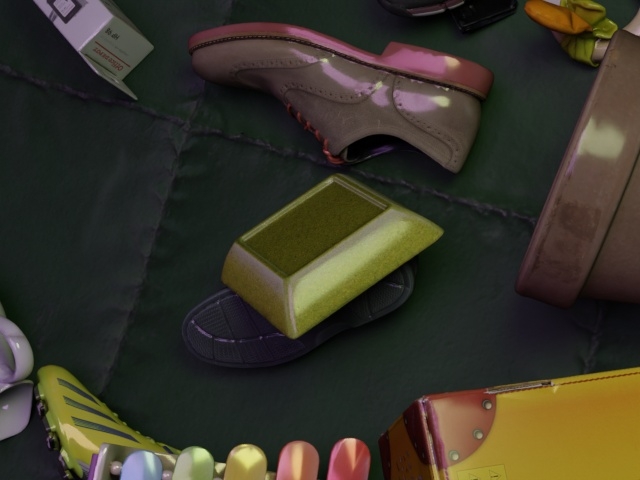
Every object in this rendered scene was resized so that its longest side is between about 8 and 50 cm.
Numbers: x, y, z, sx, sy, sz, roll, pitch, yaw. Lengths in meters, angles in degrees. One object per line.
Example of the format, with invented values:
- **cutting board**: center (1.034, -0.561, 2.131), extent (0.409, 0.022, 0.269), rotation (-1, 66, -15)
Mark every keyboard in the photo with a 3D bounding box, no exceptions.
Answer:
- **keyboard**: center (0.132, -0.304, 1.548), extent (0.100, 0.038, 0.192), rotation (-21, 68, -8)

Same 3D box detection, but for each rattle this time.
- **rattle**: center (0.300, -0.277, 1.410), extent (0.200, 0.143, 0.130), rotation (-36, 48, 18)

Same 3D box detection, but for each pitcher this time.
- **pitcher**: center (-0.395, 0.104, 1.593), extent (0.207, 0.125, 0.178), rotation (53, 134, 21)

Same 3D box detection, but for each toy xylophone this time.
- **toy xylophone**: center (-0.080, 0.311, 1.406), extent (0.323, 0.081, 0.236), rotation (2, 81, -5)

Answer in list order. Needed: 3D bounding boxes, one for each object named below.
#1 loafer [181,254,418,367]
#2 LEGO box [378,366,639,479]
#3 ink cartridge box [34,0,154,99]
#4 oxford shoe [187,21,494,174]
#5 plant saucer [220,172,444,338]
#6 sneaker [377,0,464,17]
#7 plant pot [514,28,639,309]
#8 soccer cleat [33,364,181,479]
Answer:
- **loafer**: center (-0.016, 0.065, 1.500), extent (0.267, 0.084, 0.096), rotation (-18, 102, 21)
- **LEGO box**: center (0.283, 0.355, 1.150), extent (0.372, 0.193, 0.500), rotation (-6, 73, -11)
- **ink cartridge box**: center (-0.265, -0.254, 1.651), extent (0.060, 0.104, 0.180), rotation (-45, 66, 6)
- **oxford shoe**: center (0.003, -0.151, 1.510), extent (0.348, 0.123, 0.130), rotation (12, 88, 25)
- **plant saucer**: center (0.000, 0.000, 1.429), extent (0.188, 0.045, 0.188), rotation (-34, 29, -13)
- **sneaker**: center (0.170, -0.341, 1.439), extent (0.281, 0.162, 0.106), rotation (-28, 70, 2)
- **plant pot**: center (0.327, -0.034, 1.295), extent (0.229, 0.263, 0.263), rotation (22, 86, 9)
- **soccer cleat**: center (-0.213, 0.240, 1.537), extent (0.121, 0.093, 0.289), rotation (-29, 60, -19)
